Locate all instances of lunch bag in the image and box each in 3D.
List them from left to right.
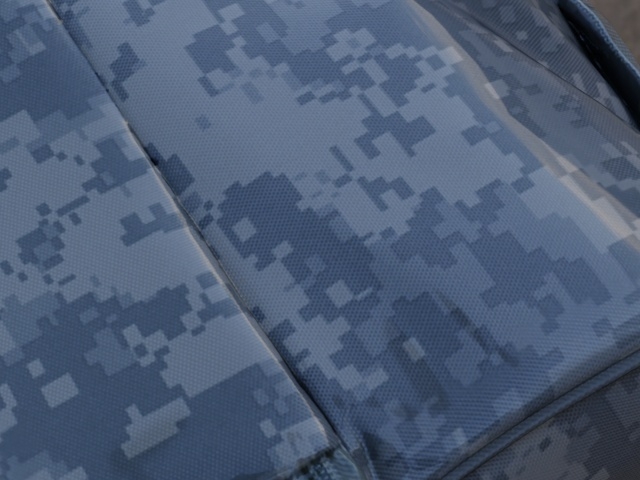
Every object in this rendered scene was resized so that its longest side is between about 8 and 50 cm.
[{"bbox_3d":[0.000,0.000,0.626,0.256,0.212,0.305,-35,62,2],"label":"lunch bag"}]
